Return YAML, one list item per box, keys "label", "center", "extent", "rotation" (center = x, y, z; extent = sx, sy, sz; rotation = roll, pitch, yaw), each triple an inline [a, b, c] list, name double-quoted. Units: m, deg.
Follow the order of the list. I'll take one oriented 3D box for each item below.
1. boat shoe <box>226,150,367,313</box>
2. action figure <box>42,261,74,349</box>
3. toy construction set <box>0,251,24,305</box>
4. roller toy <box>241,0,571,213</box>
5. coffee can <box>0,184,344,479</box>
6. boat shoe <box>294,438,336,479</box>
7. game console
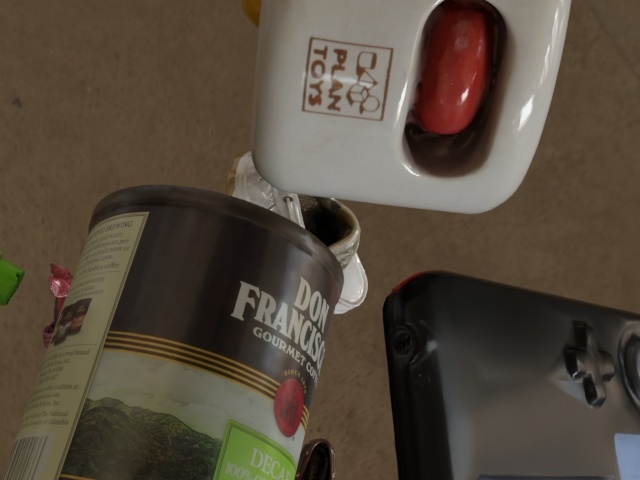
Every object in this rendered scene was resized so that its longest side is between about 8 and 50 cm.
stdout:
- label: "boat shoe"
  center: [0.000, 0.000, 1.174]
  extent: [0.096, 0.277, 0.098]
  rotation: [-3, 58, 29]
- label: "action figure"
  center: [-0.282, 0.191, 1.449]
  extent: [0.370, 0.275, 0.248]
  rotation: [60, 32, -13]
- label: "toy construction set"
  center: [-0.303, 0.107, 0.691]
  extent: [0.151, 0.215, 0.328]
  rotation: [18, 57, -16]
- label: "roller toy"
  center: [0.034, -0.115, 0.520]
  extent: [0.146, 0.209, 0.191]
  rotation: [7, 77, -2]
- label: "coffee can"
  center: [-0.109, 0.129, 0.756]
  extent: [0.201, 0.201, 0.276]
  rotation: [17, 64, -6]
- label: "boat shoe"
  center: [-0.020, 0.395, 1.554]
  extent: [0.073, 0.073, 0.207]
  rotation: [10, 71, -6]
- label: "game console"
  center: [0.170, 0.223, 0.587]
  extent: [0.342, 0.060, 0.387]
  rotation: [16, 63, -48]
